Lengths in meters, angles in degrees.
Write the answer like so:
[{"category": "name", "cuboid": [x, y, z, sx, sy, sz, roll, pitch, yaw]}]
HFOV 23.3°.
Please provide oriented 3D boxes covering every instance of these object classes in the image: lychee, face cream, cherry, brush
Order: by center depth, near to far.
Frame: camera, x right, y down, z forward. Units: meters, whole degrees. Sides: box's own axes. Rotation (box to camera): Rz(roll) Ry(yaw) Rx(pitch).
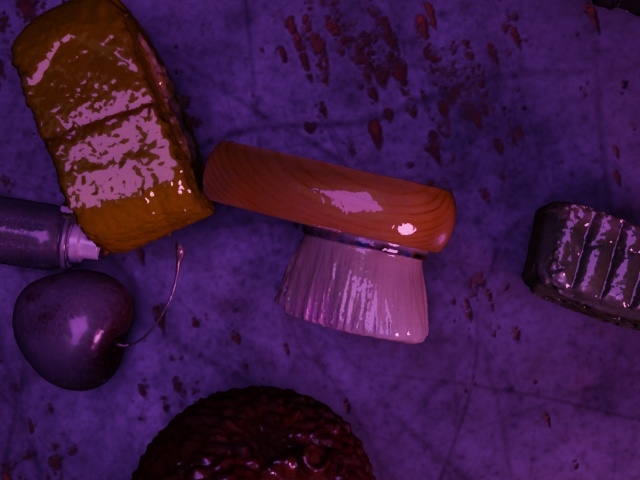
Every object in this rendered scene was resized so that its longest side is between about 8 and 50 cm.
[{"category": "lychee", "cuboid": [-0.070, 0.275, 1.558, 0.260, 0.260, 0.261, 0, 86, 5]}, {"category": "brush", "cuboid": [0.000, 0.000, 1.593, 0.266, 0.174, 0.166, 15, 92, -2]}, {"category": "cherry", "cuboid": [-0.251, 0.063, 1.646, 0.115, 0.148, 0.188, 15, 97, -39]}, {"category": "face cream", "cuboid": [-0.374, -0.016, 1.678, 0.283, 0.073, 0.073, 9, 87, 6]}]

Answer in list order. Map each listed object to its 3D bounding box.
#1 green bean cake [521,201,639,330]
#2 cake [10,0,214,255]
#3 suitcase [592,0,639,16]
[{"category": "green bean cake", "cuboid": [0.294, 0.032, 1.571, 0.181, 0.173, 0.094, 18, 87, 3]}, {"category": "cake", "cuboid": [-0.215, -0.122, 1.620, 0.156, 0.179, 0.260, -20, 82, 3]}, {"category": "suitcase", "cuboid": [0.356, -0.437, 1.542, 0.194, 0.283, 0.434, 20, 89, 2]}]
